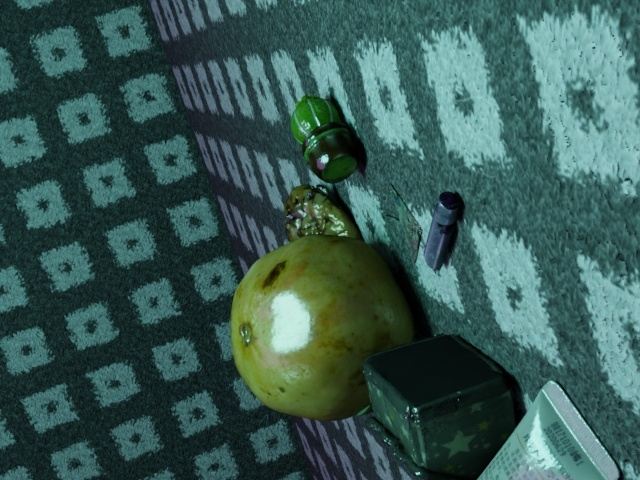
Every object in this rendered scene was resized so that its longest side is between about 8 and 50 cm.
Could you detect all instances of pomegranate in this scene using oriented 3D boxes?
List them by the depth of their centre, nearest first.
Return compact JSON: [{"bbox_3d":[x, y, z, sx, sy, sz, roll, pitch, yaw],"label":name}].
[{"bbox_3d":[0.012,0.142,1.528,0.342,0.342,0.342,159,90,-77],"label":"pomegranate"}]

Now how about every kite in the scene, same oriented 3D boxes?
[{"bbox_3d":[0.129,-0.026,1.387,0.157,0.011,0.139,-149,42,-69],"label":"kite"}]

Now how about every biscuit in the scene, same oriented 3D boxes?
[{"bbox_3d":[0.002,0.033,1.772,0.289,0.081,0.334,58,161,19],"label":"biscuit"}]

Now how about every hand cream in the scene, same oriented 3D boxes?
[{"bbox_3d":[0.248,0.320,1.114,0.139,0.089,0.314,61,139,33],"label":"hand cream"}]

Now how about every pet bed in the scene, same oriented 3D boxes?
[{"bbox_3d":[0.175,0.252,1.264,0.211,0.183,0.159,-148,45,-66],"label":"pet bed"}]

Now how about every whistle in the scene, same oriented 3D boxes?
[{"bbox_3d":[0.166,-0.010,1.205,0.176,0.033,0.033,92,154,-60],"label":"whistle"}]

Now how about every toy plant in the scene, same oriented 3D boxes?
[{"bbox_3d":[0.004,-0.180,1.477,0.093,0.093,0.162,89,160,-56],"label":"toy plant"}]

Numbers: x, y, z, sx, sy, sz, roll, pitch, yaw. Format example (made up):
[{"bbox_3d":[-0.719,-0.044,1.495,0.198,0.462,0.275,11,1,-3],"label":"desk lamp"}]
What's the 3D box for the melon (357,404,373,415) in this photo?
[{"bbox_3d":[0.117,0.306,1.922,0.262,0.053,0.114,98,167,-58],"label":"melon"}]
